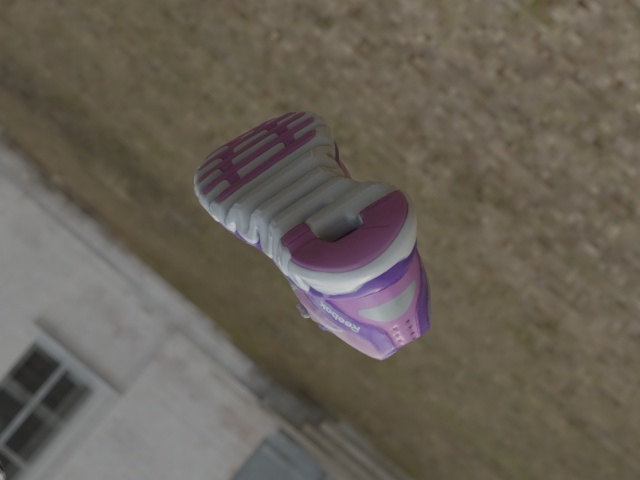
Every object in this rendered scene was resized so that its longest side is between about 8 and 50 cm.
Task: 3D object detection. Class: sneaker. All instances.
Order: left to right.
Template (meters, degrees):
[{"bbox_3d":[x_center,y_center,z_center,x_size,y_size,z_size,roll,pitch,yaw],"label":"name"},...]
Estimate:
[{"bbox_3d":[0.000,0.000,1.215,0.104,0.095,0.236,61,172,-32],"label":"sneaker"}]

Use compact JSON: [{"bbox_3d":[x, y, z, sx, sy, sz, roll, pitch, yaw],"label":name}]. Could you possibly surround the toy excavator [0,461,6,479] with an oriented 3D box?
[{"bbox_3d":[-0.451,0.108,1.563,0.445,0.433,0.222,14,-140,-55],"label":"toy excavator"}]
